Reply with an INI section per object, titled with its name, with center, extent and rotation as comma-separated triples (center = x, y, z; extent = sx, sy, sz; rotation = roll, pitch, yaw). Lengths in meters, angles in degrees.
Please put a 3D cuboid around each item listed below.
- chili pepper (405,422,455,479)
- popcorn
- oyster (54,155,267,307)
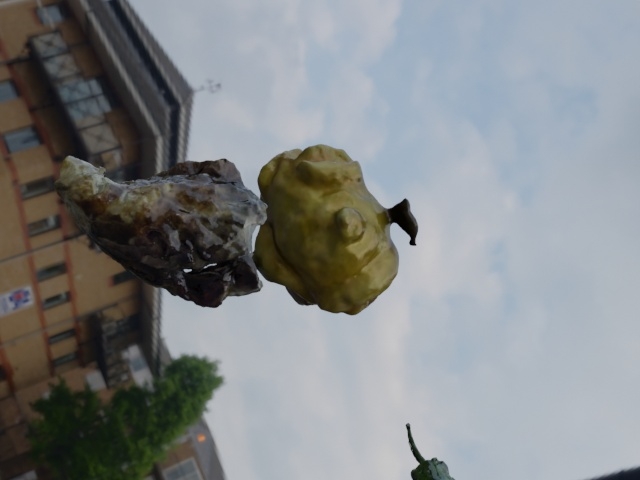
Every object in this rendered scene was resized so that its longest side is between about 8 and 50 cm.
[chili pepper]
center = 0.156, 0.342, 1.143
extent = 0.122, 0.065, 0.279
rotation = 53, 2, -10
[popcorn]
center = 0.000, 0.000, 1.459
extent = 0.315, 0.281, 0.297
rotation = 94, -25, -52
[oyster]
center = -0.210, -0.032, 1.226
extent = 0.100, 0.271, 0.275
rotation = 105, -35, -59
